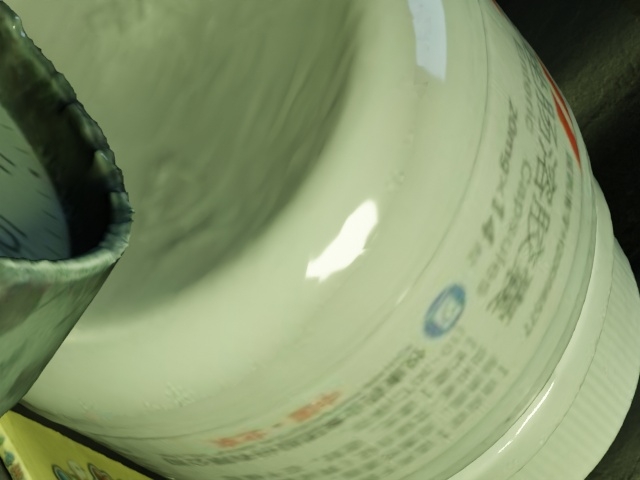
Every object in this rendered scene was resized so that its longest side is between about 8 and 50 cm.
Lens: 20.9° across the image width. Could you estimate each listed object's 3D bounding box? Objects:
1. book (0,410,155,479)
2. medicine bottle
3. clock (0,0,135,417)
[{"bbox_3d":[-0.038,0.154,0.639,0.192,0.013,0.168,52,8,35],"label":"book"},{"bbox_3d":[0.000,0.000,0.754,0.245,0.245,0.306,53,8,35],"label":"medicine bottle"},{"bbox_3d":[-0.190,-0.071,0.509,0.312,0.061,0.312,39,14,-11],"label":"clock"}]
